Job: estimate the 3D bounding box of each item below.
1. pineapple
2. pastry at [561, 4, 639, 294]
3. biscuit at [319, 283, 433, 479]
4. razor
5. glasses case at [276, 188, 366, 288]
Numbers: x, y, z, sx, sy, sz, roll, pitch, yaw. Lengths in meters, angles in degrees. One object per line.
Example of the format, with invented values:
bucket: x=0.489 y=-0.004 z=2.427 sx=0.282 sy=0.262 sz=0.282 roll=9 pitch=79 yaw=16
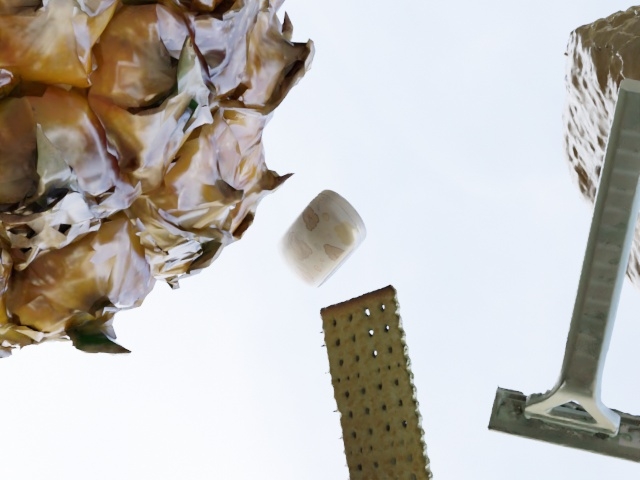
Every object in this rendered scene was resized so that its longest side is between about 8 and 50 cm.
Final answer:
pineapple: x=-0.168 y=-0.110 z=0.812 sx=0.352 sy=0.352 sz=0.300 roll=15 pitch=-64 yaw=47
pastry: x=0.326 y=-0.067 z=1.725 sx=0.329 sy=0.136 sz=0.329 roll=157 pitch=-90 yaw=-78
biscuit: x=0.056 y=0.169 z=1.971 sx=0.139 sy=0.016 sz=0.231 roll=-21 pitch=-102 yaw=53
razor: x=0.184 y=0.026 z=1.280 sx=0.111 sy=0.056 sz=0.278 roll=12 pitch=-58 yaw=8
glasses case: x=0.000 y=0.000 z=1.849 sx=0.063 sy=0.041 sz=0.164 roll=49 pitch=-26 yaw=3
